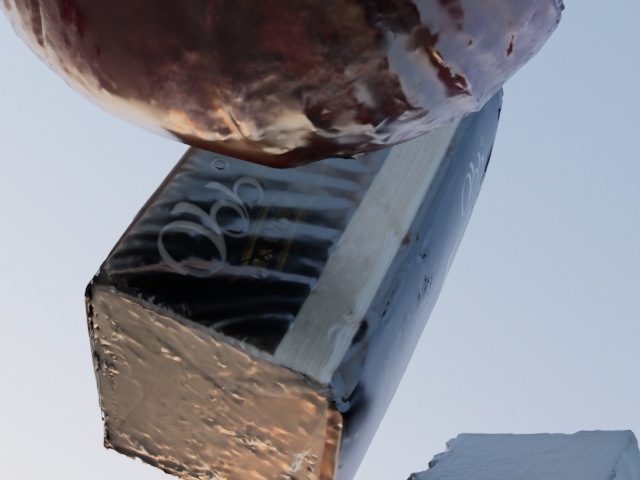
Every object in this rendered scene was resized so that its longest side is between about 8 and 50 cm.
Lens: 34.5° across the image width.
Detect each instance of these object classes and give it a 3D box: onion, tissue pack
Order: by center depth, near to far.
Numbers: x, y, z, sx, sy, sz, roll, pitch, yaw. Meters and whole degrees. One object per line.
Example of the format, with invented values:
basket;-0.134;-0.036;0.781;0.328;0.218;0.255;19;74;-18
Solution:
onion;-0.054;-0.180;0.534;0.260;0.282;0.337;-32;-96;9
tissue pack;0.000;0.000;0.787;0.198;0.370;0.210;19;-43;14

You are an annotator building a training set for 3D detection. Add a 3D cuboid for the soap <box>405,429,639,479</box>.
soap;0.139;0.286;0.652;0.158;0.257;0.302;-13;-88;27
